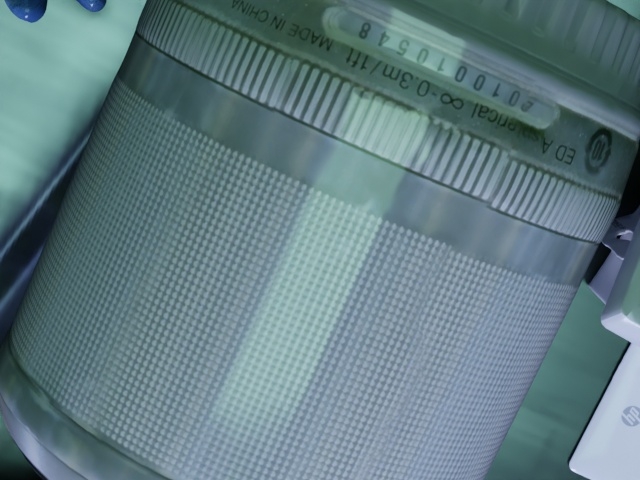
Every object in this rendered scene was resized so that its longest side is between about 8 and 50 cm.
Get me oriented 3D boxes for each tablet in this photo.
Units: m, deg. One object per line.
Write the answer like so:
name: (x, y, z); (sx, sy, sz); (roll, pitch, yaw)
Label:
tablet: (0.176, 0.098, 0.700); (0.054, 0.006, 0.083); (24, 99, -6)

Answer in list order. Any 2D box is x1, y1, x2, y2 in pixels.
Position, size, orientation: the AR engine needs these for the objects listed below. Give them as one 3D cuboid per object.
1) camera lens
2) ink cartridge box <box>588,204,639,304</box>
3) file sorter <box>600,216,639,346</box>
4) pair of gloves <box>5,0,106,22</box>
camera lens: (0.000, 0.000, 0.567); (0.219, 0.219, 0.274); (24, 99, -6)
ink cartridge box: (0.209, 0.022, 0.642); (0.143, 0.092, 0.090); (31, 98, -7)
file sorter: (0.280, -0.056, 0.530); (0.193, 0.173, 0.278); (30, 66, -7)
pair of gloves: (-0.081, -0.186, 0.573); (0.198, 0.159, 0.023); (-49, 130, 6)
